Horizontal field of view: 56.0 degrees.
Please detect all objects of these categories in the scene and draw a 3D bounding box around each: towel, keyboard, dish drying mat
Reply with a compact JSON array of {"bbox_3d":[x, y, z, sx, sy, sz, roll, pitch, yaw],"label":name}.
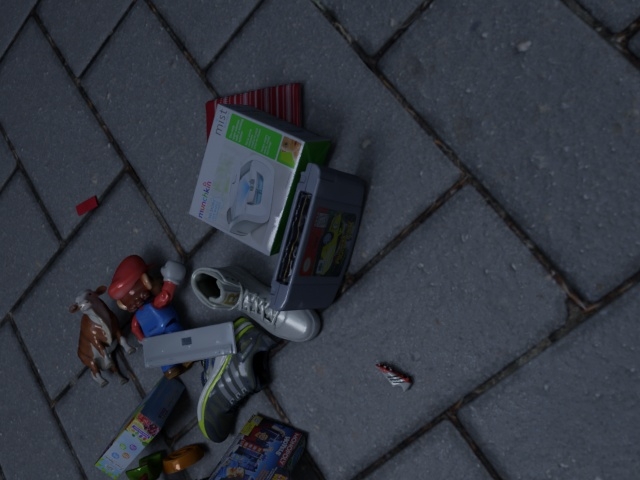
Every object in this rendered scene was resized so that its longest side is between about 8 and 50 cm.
[{"bbox_3d":[-0.160,-0.252,1.414,0.275,0.031,0.198,-3,87,29],"label":"towel"},{"bbox_3d":[-0.304,0.241,1.376,0.256,0.014,0.072,-13,74,23],"label":"keyboard"},{"bbox_3d":[-0.663,-0.098,1.708,0.083,0.008,0.032,-22,79,26],"label":"dish drying mat"}]

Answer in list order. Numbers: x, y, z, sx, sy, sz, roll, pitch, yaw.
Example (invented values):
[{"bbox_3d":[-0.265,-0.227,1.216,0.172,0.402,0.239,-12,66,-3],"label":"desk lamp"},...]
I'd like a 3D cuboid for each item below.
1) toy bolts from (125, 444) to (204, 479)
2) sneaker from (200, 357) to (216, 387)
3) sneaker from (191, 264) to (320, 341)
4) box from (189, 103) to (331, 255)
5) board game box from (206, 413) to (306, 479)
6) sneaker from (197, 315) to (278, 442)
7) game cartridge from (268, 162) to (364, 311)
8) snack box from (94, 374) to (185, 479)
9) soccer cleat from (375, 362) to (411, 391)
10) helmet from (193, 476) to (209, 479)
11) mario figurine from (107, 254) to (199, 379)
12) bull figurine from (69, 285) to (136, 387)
[{"bbox_3d":[-0.374,0.607,1.413,0.218,0.228,0.158,-20,89,15],"label":"toy bolts"},{"bbox_3d":[-0.251,0.318,1.437,0.052,0.058,0.135,43,135,50],"label":"sneaker"},{"bbox_3d":[-0.154,0.143,1.321,0.293,0.169,0.108,26,99,26],"label":"sneaker"},{"bbox_3d":[-0.135,-0.138,1.314,0.231,0.127,0.262,27,111,20],"label":"box"},{"bbox_3d":[-0.115,0.496,1.300,0.194,0.194,0.060,13,134,28],"label":"board game box"},{"bbox_3d":[-0.189,0.332,1.372,0.121,0.111,0.299,21,101,25],"label":"sneaker"},{"bbox_3d":[0.000,0.000,1.220,0.060,0.196,0.294,19,98,29],"label":"game cartridge"},{"bbox_3d":[-0.436,0.449,1.465,0.070,0.174,0.207,40,110,-7],"label":"snack box"},{"bbox_3d":[0.145,0.279,1.226,0.083,0.029,0.035,23,96,24],"label":"soccer cleat"},{"bbox_3d":[-0.230,0.621,1.356,0.162,0.169,0.169,-9,84,35],"label":"helmet"},{"bbox_3d":[-0.393,0.173,1.507,0.198,0.170,0.320,-32,82,-12],"label":"mario figurine"},{"bbox_3d":[-0.560,0.253,1.537,0.188,0.101,0.310,53,145,20],"label":"bull figurine"}]
